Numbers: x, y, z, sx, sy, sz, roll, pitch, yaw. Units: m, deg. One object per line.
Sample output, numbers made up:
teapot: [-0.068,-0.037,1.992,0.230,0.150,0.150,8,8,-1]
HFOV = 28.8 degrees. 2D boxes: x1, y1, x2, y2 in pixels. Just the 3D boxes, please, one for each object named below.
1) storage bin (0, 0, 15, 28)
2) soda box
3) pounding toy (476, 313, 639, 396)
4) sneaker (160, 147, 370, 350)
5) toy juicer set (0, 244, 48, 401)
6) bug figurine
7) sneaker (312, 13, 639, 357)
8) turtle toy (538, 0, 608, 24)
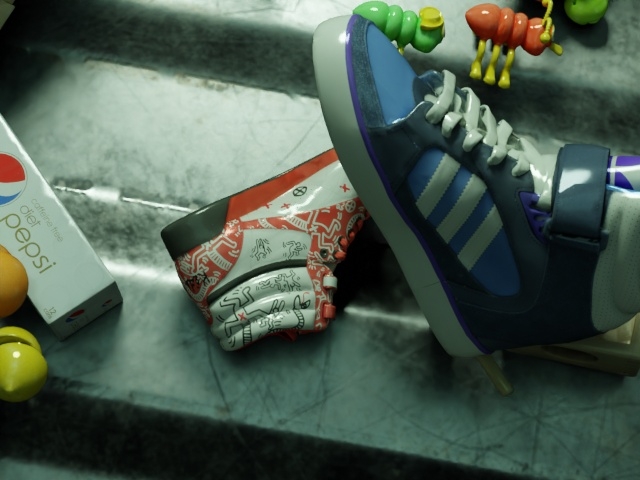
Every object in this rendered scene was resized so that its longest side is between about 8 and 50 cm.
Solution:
storage bin: [-0.363,-0.329,1.180,0.260,0.123,0.262,35,94,8]
soda box: [-0.273,-0.018,1.151,0.074,0.069,0.216,-34,77,-12]
pounding toy: [0.193,0.062,1.133,0.206,0.094,0.181,11,76,13]
sneaker: [-0.001,0.000,1.151,0.270,0.090,0.145,-26,91,-21]
toy juicer set: [-0.319,0.153,1.068,0.209,0.089,0.329,-7,69,21]
bug figurine: [0.129,-0.141,1.145,0.216,0.072,0.279,12,51,-8]
sneaker: [0.159,-0.064,0.981,0.236,0.130,0.323,-19,110,23]
turtle toy: [0.240,-0.273,1.252,0.095,0.066,0.130,-38,77,-13]
